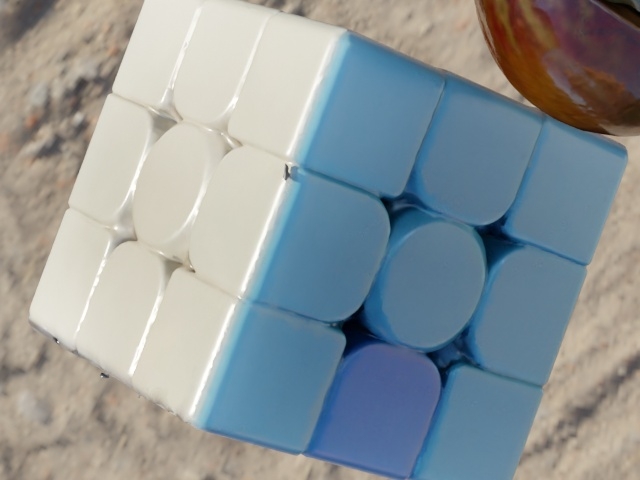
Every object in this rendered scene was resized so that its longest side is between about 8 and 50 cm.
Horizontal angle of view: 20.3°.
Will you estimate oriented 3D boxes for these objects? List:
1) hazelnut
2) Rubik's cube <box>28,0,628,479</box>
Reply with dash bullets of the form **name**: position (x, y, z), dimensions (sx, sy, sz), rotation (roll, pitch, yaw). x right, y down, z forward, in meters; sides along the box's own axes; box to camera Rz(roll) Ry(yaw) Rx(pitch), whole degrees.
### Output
- **hazelnut**: position (0.191, -0.196, 1.132), dimensions (0.217, 0.217, 0.251), rotation (24, 96, -1)
- **Rubik's cube**: position (0.000, 0.000, 1.349), dimensions (0.290, 0.291, 0.291), rotation (20, 91, -35)
